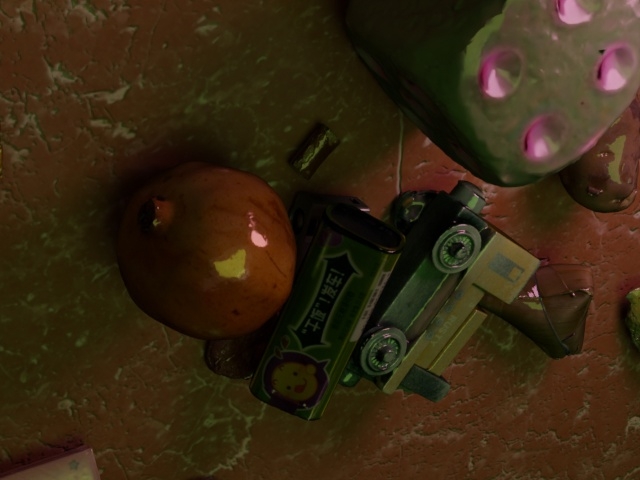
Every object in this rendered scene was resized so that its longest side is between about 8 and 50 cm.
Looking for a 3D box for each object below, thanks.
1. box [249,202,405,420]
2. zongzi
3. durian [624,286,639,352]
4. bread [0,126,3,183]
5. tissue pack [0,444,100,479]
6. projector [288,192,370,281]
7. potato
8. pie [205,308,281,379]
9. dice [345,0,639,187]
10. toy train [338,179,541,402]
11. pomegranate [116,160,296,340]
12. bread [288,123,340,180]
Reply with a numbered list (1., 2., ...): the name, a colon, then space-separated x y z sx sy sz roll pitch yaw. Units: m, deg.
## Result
1. box: 0.007 0.112 1.849 0.134 0.097 0.345 23 119 1
2. zongzi: 0.367 0.142 2.188 0.256 0.115 0.228 -9 141 -2
3. durian: 0.685 0.170 2.381 0.139 0.101 0.250 -32 129 -10
4. bread: -0.461 -0.143 1.526 0.103 0.065 0.187 -15 125 -21
5. tissue pack: -0.487 0.441 1.817 0.326 0.071 0.170 -17 94 -23
6. projector: 0.000 0.000 1.891 0.115 0.061 0.147 3 116 -34
7. potato: 0.466 -0.170 2.009 0.165 0.165 0.262 -23 114 -18
8. pie: -0.114 0.164 1.934 0.154 0.038 0.153 -15 126 -22
9. dice: 0.253 -0.292 1.703 0.322 0.318 0.330 -45 129 0
10. toy train: 0.179 0.097 1.992 0.253 0.160 0.397 30 98 -39
11. pomegranate: -0.160 0.006 1.673 0.264 0.264 0.264 -15 124 -23
12. bread: -0.009 -0.135 1.823 0.083 0.036 0.047 -50 138 2
